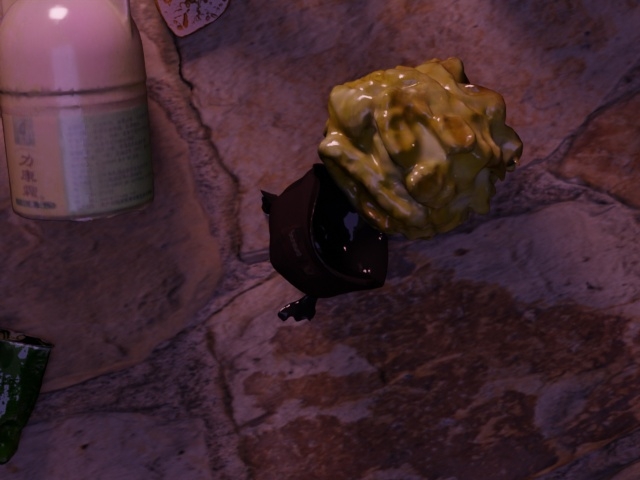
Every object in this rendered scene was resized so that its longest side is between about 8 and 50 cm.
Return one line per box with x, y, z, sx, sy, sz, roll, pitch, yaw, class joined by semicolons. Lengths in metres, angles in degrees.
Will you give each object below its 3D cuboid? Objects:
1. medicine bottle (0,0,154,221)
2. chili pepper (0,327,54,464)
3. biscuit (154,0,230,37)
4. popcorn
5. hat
-0.395;-0.251;1.859;0.236;0.235;0.406;-3;105;-1;medicine bottle
-0.574;0.293;2.066;0.136;0.099;0.270;11;98;-30;chili pepper
-0.206;-0.442;1.923;0.142;0.029;0.220;18;104;-7;biscuit
0.151;-0.152;1.868;0.312;0.312;0.312;0;104;-2;popcorn
-0.026;0.014;1.908;0.209;0.336;0.238;-25;95;15;hat
